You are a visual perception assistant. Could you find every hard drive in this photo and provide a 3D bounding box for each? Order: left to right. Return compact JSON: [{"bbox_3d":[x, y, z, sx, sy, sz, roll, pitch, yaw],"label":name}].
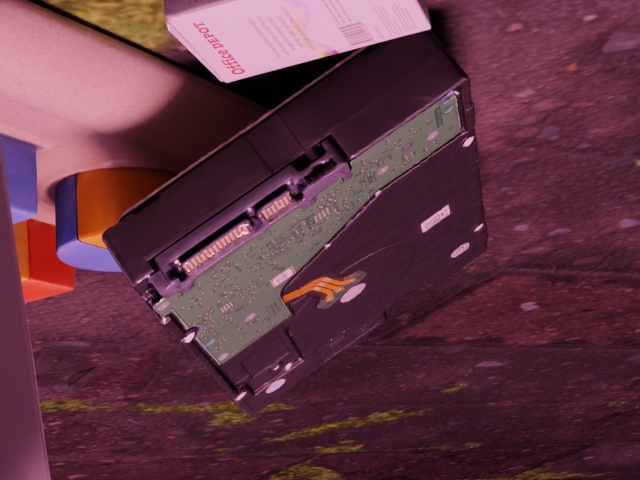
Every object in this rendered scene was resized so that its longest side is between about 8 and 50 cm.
[{"bbox_3d":[0.000,0.000,1.030,0.237,0.064,0.339,-36,161,-3],"label":"hard drive"}]

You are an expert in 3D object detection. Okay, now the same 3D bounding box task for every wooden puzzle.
[{"bbox_3d":[-0.228,-0.022,0.977,0.348,0.080,0.322,-20,158,30],"label":"wooden puzzle"}]

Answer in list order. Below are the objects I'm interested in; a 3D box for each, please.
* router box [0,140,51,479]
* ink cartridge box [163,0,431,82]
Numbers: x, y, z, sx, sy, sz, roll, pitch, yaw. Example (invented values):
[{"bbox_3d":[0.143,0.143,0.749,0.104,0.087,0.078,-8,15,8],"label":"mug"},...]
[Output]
[{"bbox_3d":[-0.258,-0.058,0.451,0.301,0.335,0.082,-5,162,-24],"label":"router box"},{"bbox_3d":[-0.013,-0.134,0.789,0.122,0.052,0.088,-14,160,13],"label":"ink cartridge box"}]
